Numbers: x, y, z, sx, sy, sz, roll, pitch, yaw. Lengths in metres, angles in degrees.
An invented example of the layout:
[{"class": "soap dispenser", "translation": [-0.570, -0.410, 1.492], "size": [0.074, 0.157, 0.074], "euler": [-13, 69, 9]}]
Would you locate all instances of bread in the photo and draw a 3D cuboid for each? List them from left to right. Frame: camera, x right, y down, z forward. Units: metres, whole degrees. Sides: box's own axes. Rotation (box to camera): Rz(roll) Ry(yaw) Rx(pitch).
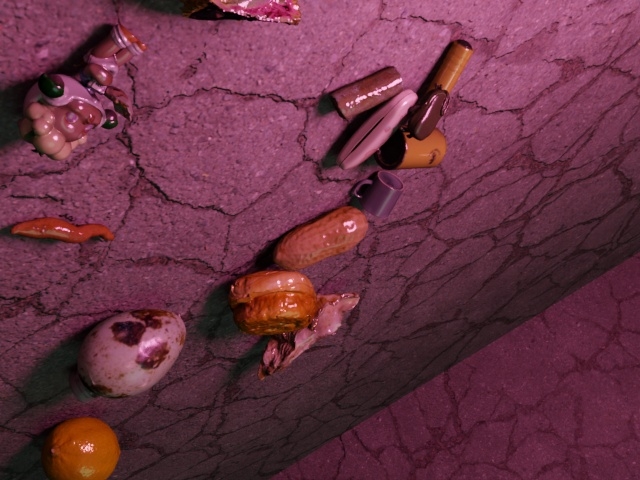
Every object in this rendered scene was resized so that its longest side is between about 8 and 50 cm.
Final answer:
[{"class": "bread", "translation": [-0.106, 0.144, 1.520], "size": [0.198, 0.120, 0.236], "euler": [-9, 160, 2]}]

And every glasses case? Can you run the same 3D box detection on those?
[{"class": "glasses case", "translation": [0.104, -0.206, 1.240], "size": [0.204, 0.051, 0.081], "euler": [-45, 171, 37]}]

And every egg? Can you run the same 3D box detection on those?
[{"class": "egg", "translation": [-0.385, 0.227, 1.357], "size": [0.231, 0.169, 0.169], "euler": [-29, 153, -18]}]

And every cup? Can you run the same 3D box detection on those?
[{"class": "cup", "translation": [0.124, -0.107, 1.433], "size": [0.100, 0.078, 0.077], "euler": [19, 125, -18]}]

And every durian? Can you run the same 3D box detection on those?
[{"class": "durian", "translation": [-0.108, -0.330, 0.823], "size": [0.187, 0.119, 0.108], "euler": [-14, 112, -51]}]

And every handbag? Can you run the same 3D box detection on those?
[{"class": "handbag", "translation": [0.195, -0.231, 1.192], "size": [0.111, 0.047, 0.072], "euler": [-56, 142, 3]}]

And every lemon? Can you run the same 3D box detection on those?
[{"class": "lemon", "translation": [-0.598, 0.528, 1.634], "size": [0.178, 0.178, 0.203], "euler": [-34, 154, 5]}]

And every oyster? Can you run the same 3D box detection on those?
[{"class": "oyster", "translation": [-0.052, 0.240, 1.783], "size": [0.341, 0.110, 0.166], "euler": [-44, 156, 17]}]

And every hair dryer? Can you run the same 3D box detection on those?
[{"class": "hair dryer", "translation": [0.220, -0.255, 1.273], "size": [0.135, 0.090, 0.278], "euler": [-7, 138, -38]}]

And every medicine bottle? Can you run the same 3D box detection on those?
[{"class": "medicine bottle", "translation": [-0.480, 0.295, 1.468], "size": [0.140, 0.079, 0.079], "euler": [-31, 153, -1]}]

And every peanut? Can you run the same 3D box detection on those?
[{"class": "peanut", "translation": [0.000, 0.000, 1.448], "size": [0.226, 0.095, 0.108], "euler": [-25, 163, -7]}]

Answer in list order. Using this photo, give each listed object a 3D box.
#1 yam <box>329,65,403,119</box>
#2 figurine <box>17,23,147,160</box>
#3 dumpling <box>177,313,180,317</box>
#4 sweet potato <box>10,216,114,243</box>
[{"class": "yam", "translation": [0.082, -0.258, 1.152], "size": [0.132, 0.054, 0.054], "euler": [-27, 152, -9]}, {"class": "figurine", "translation": [-0.300, -0.185, 0.842], "size": [0.197, 0.093, 0.147], "euler": [-36, 163, 7]}, {"class": "dumpling", "translation": [-0.332, 0.209, 1.498], "size": [0.077, 0.059, 0.043], "euler": [-40, 141, 9]}, {"class": "sweet potato", "translation": [-0.410, -0.014, 1.070], "size": [0.179, 0.044, 0.044], "euler": [3, 137, -47]}]
